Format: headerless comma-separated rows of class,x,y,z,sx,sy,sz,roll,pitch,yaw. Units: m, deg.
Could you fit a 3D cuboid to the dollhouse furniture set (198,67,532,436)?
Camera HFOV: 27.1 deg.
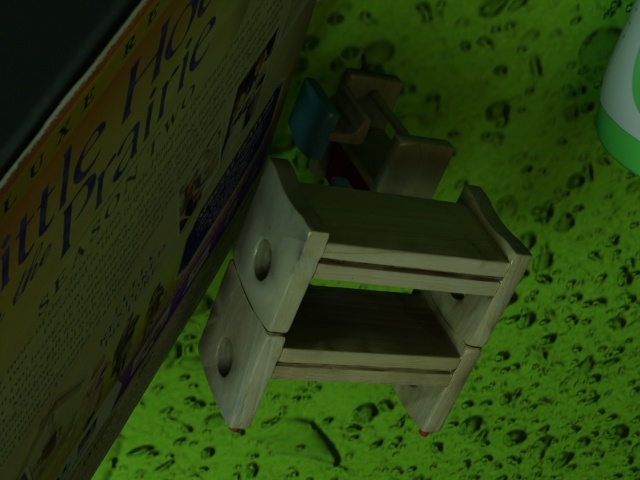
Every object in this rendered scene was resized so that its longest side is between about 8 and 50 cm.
dollhouse furniture set,0.000,0.000,0.735,0.129,0.184,0.129,6,123,-28

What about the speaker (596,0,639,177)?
speaker,0.265,-0.171,0.761,0.131,0.131,0.297,2,125,-26

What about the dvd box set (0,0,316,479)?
dvd box set,-0.089,-0.012,0.533,0.062,0.308,0.420,28,150,3
